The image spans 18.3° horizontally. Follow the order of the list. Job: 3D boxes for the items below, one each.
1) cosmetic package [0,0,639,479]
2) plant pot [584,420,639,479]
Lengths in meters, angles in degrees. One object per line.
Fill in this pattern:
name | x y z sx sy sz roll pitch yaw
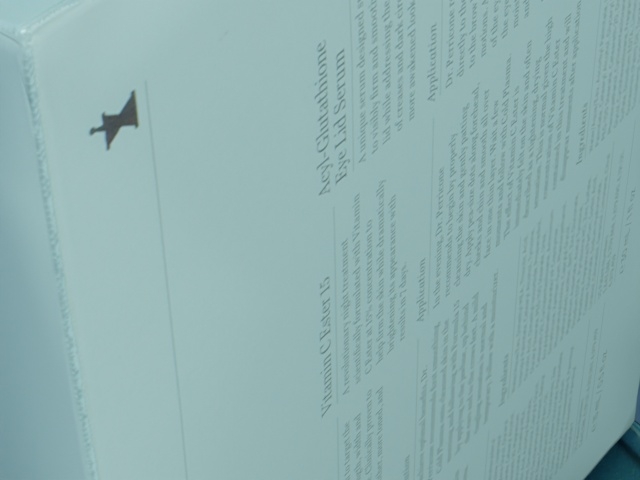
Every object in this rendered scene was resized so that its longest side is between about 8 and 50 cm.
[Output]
cosmetic package | 0.000 0.000 0.590 0.284 0.097 0.377 -44 149 -35
plant pot | 0.165 0.268 0.979 0.255 0.271 0.271 -48 154 3
